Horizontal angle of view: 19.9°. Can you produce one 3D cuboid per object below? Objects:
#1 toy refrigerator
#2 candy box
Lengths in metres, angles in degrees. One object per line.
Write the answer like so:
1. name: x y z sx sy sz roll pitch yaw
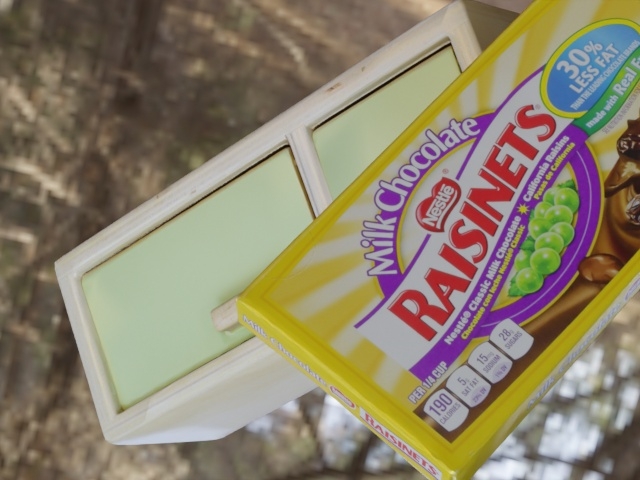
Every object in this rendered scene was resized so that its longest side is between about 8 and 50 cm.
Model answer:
1. toy refrigerator: 0.000 0.000 0.859 0.269 0.102 0.094 -30 159 32
2. candy box: 0.075 -0.013 0.675 0.105 0.206 0.027 37 160 21
